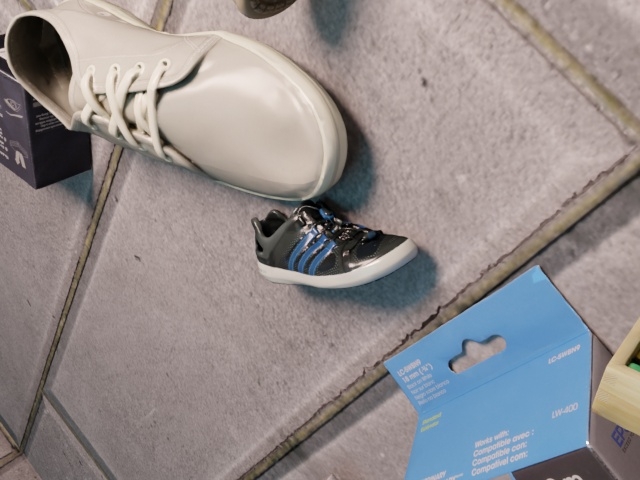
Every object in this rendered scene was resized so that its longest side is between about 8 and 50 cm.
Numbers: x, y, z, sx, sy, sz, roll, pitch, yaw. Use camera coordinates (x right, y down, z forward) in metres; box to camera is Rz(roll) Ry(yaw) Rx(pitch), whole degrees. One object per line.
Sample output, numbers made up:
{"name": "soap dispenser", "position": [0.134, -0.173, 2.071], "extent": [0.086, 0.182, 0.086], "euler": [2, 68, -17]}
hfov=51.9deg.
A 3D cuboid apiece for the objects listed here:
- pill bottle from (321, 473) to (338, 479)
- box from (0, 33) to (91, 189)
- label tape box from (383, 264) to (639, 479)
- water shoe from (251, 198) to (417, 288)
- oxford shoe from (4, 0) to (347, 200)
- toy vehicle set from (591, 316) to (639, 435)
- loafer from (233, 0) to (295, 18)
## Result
{"name": "pill bottle", "position": [0.054, 0.400, 0.793], "extent": [0.221, 0.124, 0.124], "euler": [47, 137, 10]}
{"name": "box", "position": [-0.403, -0.180, 0.902], "extent": [0.156, 0.093, 0.158], "euler": [32, 131, 26]}
{"name": "label tape box", "position": [0.194, 0.225, 0.574], "extent": [0.333, 0.106, 0.240], "euler": [51, 137, 7]}
{"name": "water shoe", "position": [0.000, 0.000, 0.648], "extent": [0.203, 0.073, 0.080], "euler": [-5, 107, 44]}
{"name": "oxford shoe", "position": [-0.170, -0.145, 0.683], "extent": [0.449, 0.130, 0.169], "euler": [27, 128, 28]}
{"name": "toy vehicle set", "position": [0.307, 0.100, 0.350], "extent": [0.267, 0.166, 0.035], "euler": [26, 129, 30]}
{"name": "loafer", "position": [-0.041, -0.308, 0.494], "extent": [0.092, 0.102, 0.268], "euler": [28, 120, 31]}
